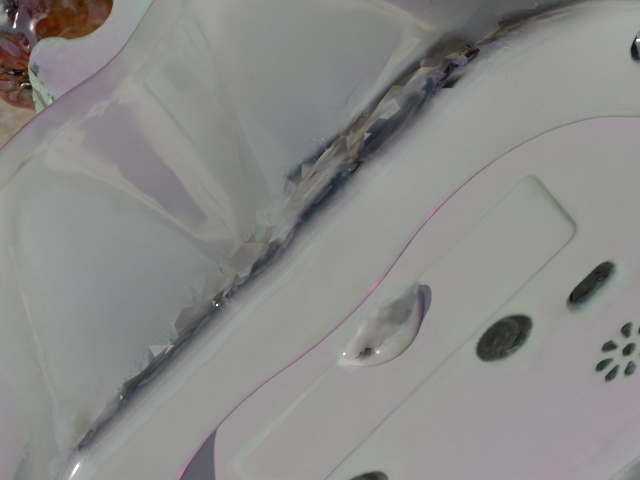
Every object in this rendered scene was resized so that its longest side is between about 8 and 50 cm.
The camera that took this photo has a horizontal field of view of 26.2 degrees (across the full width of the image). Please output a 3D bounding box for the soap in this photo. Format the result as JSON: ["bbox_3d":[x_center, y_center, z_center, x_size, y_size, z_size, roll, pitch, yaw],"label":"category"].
[{"bbox_3d":[-0.162,-0.097,1.359,0.156,0.446,0.261,-35,94,-10],"label":"soap"}]

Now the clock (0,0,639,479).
[{"bbox_3d":[0.044,0.045,0.462,0.102,0.339,0.338,50,122,43],"label":"clock"}]

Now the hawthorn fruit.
[{"bbox_3d":[-0.321,-0.320,1.756,0.308,0.308,0.324,24,83,8],"label":"hawthorn fruit"}]
